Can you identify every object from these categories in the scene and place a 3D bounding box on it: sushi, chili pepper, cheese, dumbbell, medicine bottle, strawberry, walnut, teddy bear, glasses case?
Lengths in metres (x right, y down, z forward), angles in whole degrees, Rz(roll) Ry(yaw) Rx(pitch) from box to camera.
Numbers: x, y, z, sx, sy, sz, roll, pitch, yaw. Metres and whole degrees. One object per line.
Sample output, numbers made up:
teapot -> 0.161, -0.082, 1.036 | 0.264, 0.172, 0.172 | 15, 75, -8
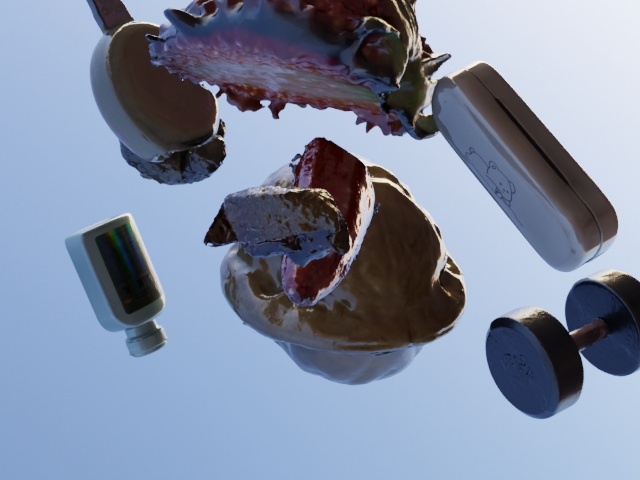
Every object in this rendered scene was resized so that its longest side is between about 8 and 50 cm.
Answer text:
sushi -> -0.020, -0.008, 0.523 | 0.050, 0.099, 0.047 | 2, -92, -48
chili pepper -> 0.000, -0.004, 0.685 | 0.088, 0.065, 0.169 | 53, -153, -24
cheese -> -0.240, -0.241, 1.159 | 0.163, 0.082, 0.286 | -29, -87, -50
dumbbell -> 0.356, 0.143, 1.256 | 0.218, 0.152, 0.152 | -19, -100, -26
medicine bottle -> -0.324, 0.078, 1.466 | 0.121, 0.083, 0.228 | -33, -74, -53
strawberry -> -0.034, -0.200, 0.836 | 0.233, 0.306, 0.137 | 26, -98, -60
walnut -> 0.031, 0.041, 1.393 | 0.384, 0.384, 0.383 | 25, -130, -34
teddy bear -> -0.231, -0.178, 1.345 | 0.177, 0.140, 0.190 | 13, -122, -20
glasses case -> 0.166, -0.063, 0.742 | 0.050, 0.083, 0.196 | -31, -111, -12
